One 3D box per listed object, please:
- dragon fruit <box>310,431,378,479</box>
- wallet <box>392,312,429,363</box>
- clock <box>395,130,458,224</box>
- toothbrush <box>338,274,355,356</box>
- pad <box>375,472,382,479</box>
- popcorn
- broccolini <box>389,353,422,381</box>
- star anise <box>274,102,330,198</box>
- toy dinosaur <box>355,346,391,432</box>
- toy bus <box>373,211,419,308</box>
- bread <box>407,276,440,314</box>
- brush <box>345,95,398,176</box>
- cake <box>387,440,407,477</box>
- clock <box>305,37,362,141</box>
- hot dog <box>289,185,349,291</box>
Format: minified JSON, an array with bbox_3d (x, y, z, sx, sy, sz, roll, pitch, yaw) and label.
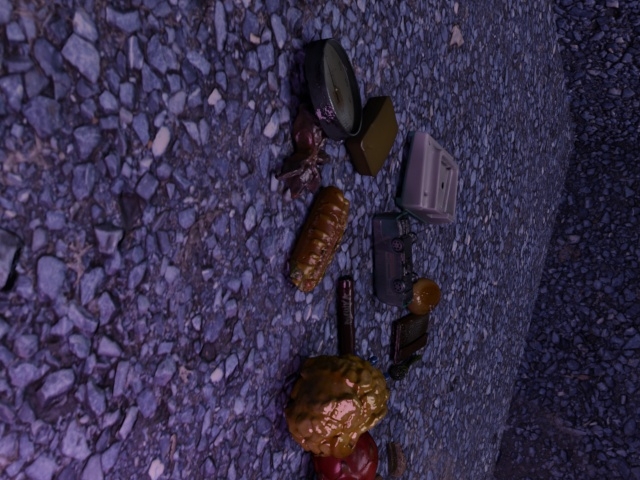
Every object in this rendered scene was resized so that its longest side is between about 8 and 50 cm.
[{"bbox_3d":[0.060,0.544,1.859,0.172,0.172,0.209,14,75,-61],"label":"dragon fruit"},{"bbox_3d":[0.284,0.294,2.331,0.243,0.039,0.132,-10,105,-60],"label":"wallet"},{"bbox_3d":[0.336,-0.177,2.230,0.262,0.116,0.231,25,75,-62],"label":"clock"},{"bbox_3d":[0.070,0.264,1.931,0.041,0.041,0.363,-30,122,-56],"label":"toothbrush"},{"bbox_3d":[0.105,0.845,2.164,0.284,0.018,0.286,-3,99,-62],"label":"pad"},{"bbox_3d":[0.031,0.371,1.710,0.190,0.250,0.250,43,58,-37],"label":"popcorn"},{"bbox_3d":[0.270,0.388,2.336,0.054,0.051,0.239,-44,169,23],"label":"broccolini"},{"bbox_3d":[-0.021,-0.182,1.629,0.172,0.063,0.207,48,55,-56],"label":"star anise"},{"bbox_3d":[0.137,0.408,2.059,0.144,0.076,0.329,-25,116,-49],"label":"toy dinosaur"},{"bbox_3d":[0.204,0.052,2.052,0.091,0.109,0.261,-26,118,-55],"label":"toy bus"},{"bbox_3d":[0.307,0.171,2.307,0.189,0.078,0.114,-1,78,-60],"label":"bread"},{"bbox_3d":[0.134,-0.264,1.896,0.197,0.059,0.123,-61,142,-35],"label":"brush"},{"bbox_3d":[0.238,0.668,2.329,0.055,0.051,0.140,-41,133,-50],"label":"cake"},{"bbox_3d":[0.032,-0.330,1.636,0.226,0.049,0.225,-10,90,-68],"label":"clock"},{"bbox_3d":[0.000,0.000,1.710,0.115,0.072,0.268,64,42,-57],"label":"hot dog"}]
